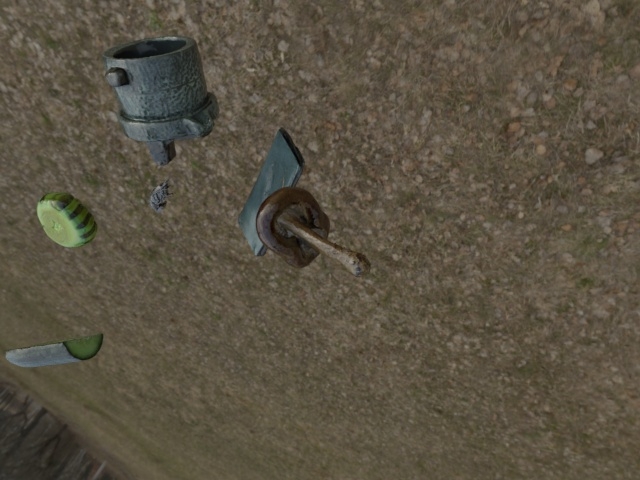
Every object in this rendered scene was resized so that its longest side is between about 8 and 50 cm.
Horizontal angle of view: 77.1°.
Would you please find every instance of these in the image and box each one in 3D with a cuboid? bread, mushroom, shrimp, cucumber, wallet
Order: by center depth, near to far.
[{"bbox_3d":[0.000,0.000,0.781,0.217,0.148,0.227,27,176,36],"label":"mushroom"},{"bbox_3d":[-0.569,-0.048,0.906,0.129,0.071,0.139,2,128,24],"label":"bread"},{"bbox_3d":[-0.717,0.299,1.067,0.243,0.063,0.115,-9,174,13],"label":"cucumber"},{"bbox_3d":[-0.158,-0.139,1.250,0.046,0.191,0.379,1,135,-37],"label":"wallet"},{"bbox_3d":[-0.542,-0.158,1.373,0.065,0.057,0.165,41,131,-12],"label":"shrimp"}]

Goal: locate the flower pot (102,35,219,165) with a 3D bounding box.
[{"bbox_3d":[-0.418,-0.381,1.104,0.298,0.299,0.283,12,132,18],"label":"flower pot"}]
